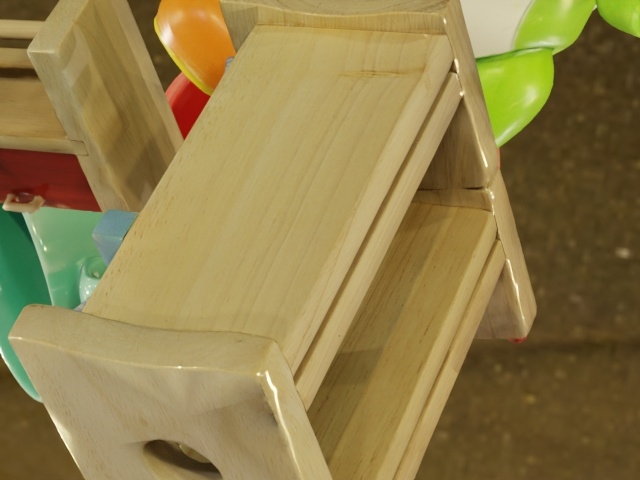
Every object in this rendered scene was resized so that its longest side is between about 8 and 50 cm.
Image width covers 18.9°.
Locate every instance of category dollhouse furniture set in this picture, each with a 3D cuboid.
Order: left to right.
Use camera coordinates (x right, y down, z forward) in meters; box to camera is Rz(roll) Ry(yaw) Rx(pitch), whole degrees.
[{"bbox_3d":[-0.055,0.017,0.520,0.184,0.129,0.129,6,139,26],"label":"dollhouse furniture set"}]

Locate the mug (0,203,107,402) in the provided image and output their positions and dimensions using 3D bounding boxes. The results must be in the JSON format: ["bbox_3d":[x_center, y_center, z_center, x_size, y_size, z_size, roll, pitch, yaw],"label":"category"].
[{"bbox_3d":[-0.096,0.009,0.885,0.097,0.158,0.129,-18,142,-25],"label":"mug"}]

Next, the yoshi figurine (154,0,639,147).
[{"bbox_3d":[0.095,-0.146,0.807,0.362,0.203,0.203,-37,123,20],"label":"yoshi figurine"}]

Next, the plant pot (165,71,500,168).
[{"bbox_3d":[0.000,0.000,1.578,0.275,0.275,0.243,11,140,7],"label":"plant pot"}]
